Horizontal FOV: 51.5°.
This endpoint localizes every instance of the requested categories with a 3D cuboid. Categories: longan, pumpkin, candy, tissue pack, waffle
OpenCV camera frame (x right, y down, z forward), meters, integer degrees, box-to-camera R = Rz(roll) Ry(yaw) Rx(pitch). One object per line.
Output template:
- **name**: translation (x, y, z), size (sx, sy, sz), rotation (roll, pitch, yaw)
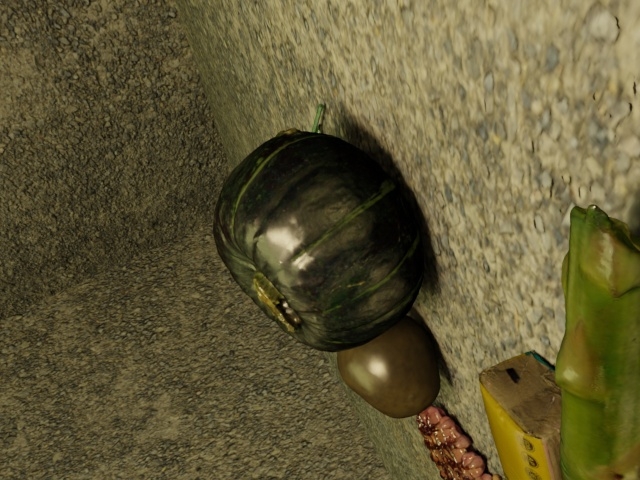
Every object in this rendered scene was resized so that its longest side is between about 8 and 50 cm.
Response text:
- **longan**: translation (0.116, 0.203, 1.104), size (0.187, 0.168, 0.167), rotation (62, 171, 9)
- **pumpkin**: translation (0.000, 0.000, 0.937), size (0.323, 0.241, 0.323), rotation (44, 157, 23)
- **candy**: translation (-0.014, -0.185, 1.147), size (0.060, 0.061, 0.201), rotation (62, 164, 11)
- **tissue pack**: translation (0.237, 0.219, 0.702), size (0.169, 0.082, 0.120), rotation (69, 171, -28)
- **waffle**: translation (0.251, 0.407, 1.238), size (0.234, 0.056, 0.221), rotation (41, 154, 57)

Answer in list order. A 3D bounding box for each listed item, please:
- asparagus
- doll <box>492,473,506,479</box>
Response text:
- **asparagus**: translation (0.214, 0.091, 0.492), size (0.082, 0.085, 0.342), rotation (48, 160, 50)
- **doll**: translation (0.292, 0.403, 0.919), size (0.217, 0.085, 0.183), rotation (49, -174, -43)
